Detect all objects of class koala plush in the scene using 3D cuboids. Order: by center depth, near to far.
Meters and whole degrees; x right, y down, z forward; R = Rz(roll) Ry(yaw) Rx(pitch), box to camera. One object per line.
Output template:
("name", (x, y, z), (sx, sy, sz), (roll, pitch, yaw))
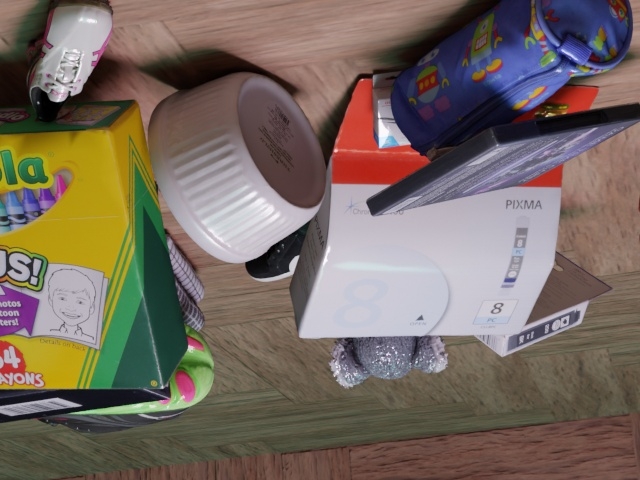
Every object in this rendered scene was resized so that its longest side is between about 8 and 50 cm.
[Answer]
("koala plush", (0.089, 0.101, 2.396), (0.196, 0.221, 0.203), (-7, 162, 9))

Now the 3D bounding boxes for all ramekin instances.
("ramekin", (-0.084, -0.089, 1.827), (0.109, 0.207, 0.207), (-26, 154, 29))

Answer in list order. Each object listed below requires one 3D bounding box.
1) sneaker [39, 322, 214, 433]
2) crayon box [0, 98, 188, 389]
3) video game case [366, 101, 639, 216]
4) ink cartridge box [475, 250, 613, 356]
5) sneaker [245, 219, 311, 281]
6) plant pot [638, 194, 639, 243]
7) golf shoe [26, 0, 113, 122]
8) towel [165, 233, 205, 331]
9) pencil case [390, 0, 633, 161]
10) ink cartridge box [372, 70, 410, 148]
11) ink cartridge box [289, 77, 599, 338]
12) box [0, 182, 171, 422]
("sneaker", (-0.397, 0.201, 2.327), (0.483, 0.185, 0.202), (8, 150, -7))
("crayon box", (-0.356, 0.010, 1.845), (0.363, 0.313, 0.106), (-2, -153, 16))
("video game case", (0.206, -0.090, 1.811), (0.274, 0.026, 0.196), (-14, 168, -46))
("ink cartridge box", (0.262, 0.065, 2.300), (0.208, 0.206, 0.045), (-19, 129, -32))
("sneaker", (-0.047, -0.020, 2.238), (0.217, 0.079, 0.121), (-30, 147, 30))
("plant pot", (0.566, -0.020, 2.113), (0.265, 0.272, 0.272), (-5, 164, 32))
("golf shoe", (-0.253, -0.185, 1.674), (0.068, 0.086, 0.186), (6, 158, -20))
("towel", (-0.327, 0.085, 2.423), (0.284, 0.121, 0.235), (-7, 161, 8))
("pencil case", (0.190, -0.176, 1.721), (0.119, 0.133, 0.306), (25, 150, -21))
("ink cartridge box", (0.085, -0.149, 1.869), (0.048, 0.028, 0.083), (-9, 126, -9))
("ink cartridge box", (0.152, -0.029, 2.016), (0.308, 0.091, 0.385), (1, 139, -17))
("box", (-0.358, 0.066, 2.077), (0.296, 0.294, 0.183), (-9, 165, 15))
